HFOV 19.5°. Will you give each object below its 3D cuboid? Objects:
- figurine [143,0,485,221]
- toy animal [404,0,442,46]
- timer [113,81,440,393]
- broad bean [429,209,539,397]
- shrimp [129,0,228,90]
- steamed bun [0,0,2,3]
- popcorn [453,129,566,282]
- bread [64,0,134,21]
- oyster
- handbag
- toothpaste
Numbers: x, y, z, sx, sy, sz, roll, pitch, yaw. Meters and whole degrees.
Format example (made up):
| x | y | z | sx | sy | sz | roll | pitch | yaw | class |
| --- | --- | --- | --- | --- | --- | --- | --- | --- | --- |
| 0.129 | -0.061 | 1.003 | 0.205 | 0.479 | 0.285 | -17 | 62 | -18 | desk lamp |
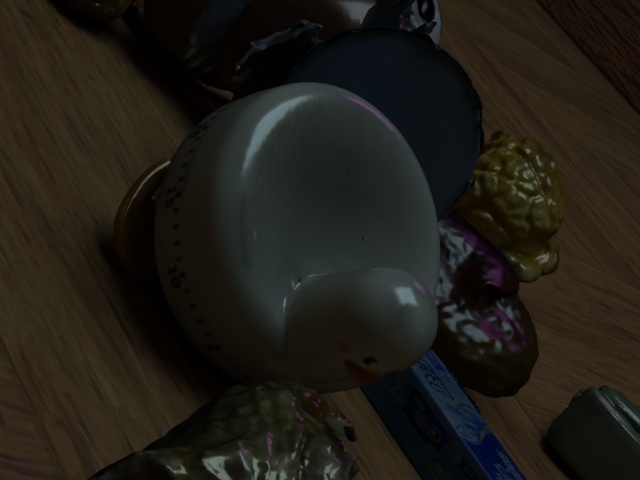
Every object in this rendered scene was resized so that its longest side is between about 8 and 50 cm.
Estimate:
| x | y | z | sx | sy | sz | roll | pitch | yaw | class |
| --- | --- | --- | --- | --- | --- | --- | --- | --- | --- |
| -0.005 | -0.164 | 1.715 | 0.388 | 0.276 | 0.248 | -119 | -164 | -72 | figurine |
| 0.016 | -0.266 | 2.125 | 0.266 | 0.212 | 0.212 | 31 | 19 | -13 | toy animal |
| 0.000 | 0.000 | 1.361 | 0.233 | 0.240 | 0.234 | 10 | 76 | -42 | timer |
| 0.109 | 0.046 | 1.698 | 0.228 | 0.122 | 0.156 | 48 | 15 | 31 | broad bean |
| -0.095 | -0.194 | 1.943 | 0.248 | 0.068 | 0.150 | 21 | 35 | -33 | shrimp |
| -0.304 | -0.253 | 1.454 | 0.170 | 0.152 | 0.239 | 37 | 20 | -18 | steamed bun |
| 0.205 | -0.034 | 2.076 | 0.180 | 0.170 | 0.180 | 32 | 1 | -1 | popcorn |
| -0.212 | -0.302 | 1.911 | 0.367 | 0.077 | 0.084 | -86 | 156 | -67 | bread |
| -0.066 | 0.154 | 1.027 | 0.110 | 0.166 | 0.341 | 52 | 34 | 3 | oyster |
| 0.338 | 0.240 | 1.812 | 0.256 | 0.079 | 0.219 | 48 | 14 | 13 | handbag |
| 0.125 | 0.190 | 1.487 | 0.066 | 0.053 | 0.272 | 22 | 26 | -48 | toothpaste |
